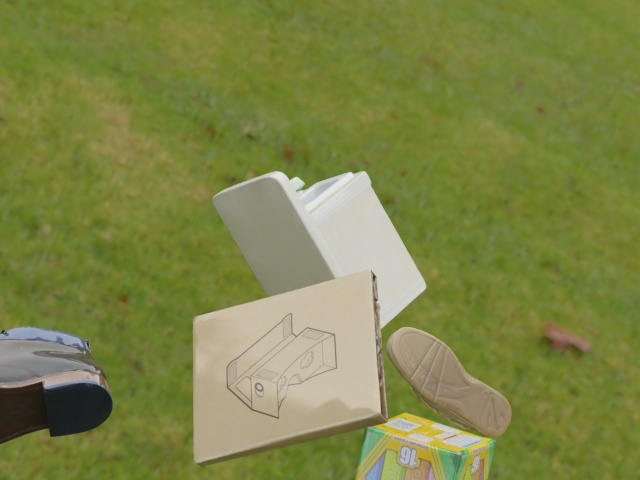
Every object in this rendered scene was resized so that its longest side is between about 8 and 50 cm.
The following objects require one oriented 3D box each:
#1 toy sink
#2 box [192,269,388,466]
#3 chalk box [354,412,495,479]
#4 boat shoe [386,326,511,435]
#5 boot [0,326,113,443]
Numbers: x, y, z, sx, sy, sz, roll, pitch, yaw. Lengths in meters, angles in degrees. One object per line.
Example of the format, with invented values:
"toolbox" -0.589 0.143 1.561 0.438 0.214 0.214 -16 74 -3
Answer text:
"toy sink" 0.000 0.000 1.689 0.131 0.153 0.234 -39 104 -36
"box" -0.034 0.126 1.326 0.021 0.201 0.164 51 29 -50
"chalk box" 0.118 0.339 1.669 0.132 0.213 0.132 13 6 25
"boat shoe" 0.125 0.154 1.419 0.170 0.059 0.063 41 63 -20
"boot" -0.313 0.138 1.288 0.219 0.082 0.106 1 27 -14
